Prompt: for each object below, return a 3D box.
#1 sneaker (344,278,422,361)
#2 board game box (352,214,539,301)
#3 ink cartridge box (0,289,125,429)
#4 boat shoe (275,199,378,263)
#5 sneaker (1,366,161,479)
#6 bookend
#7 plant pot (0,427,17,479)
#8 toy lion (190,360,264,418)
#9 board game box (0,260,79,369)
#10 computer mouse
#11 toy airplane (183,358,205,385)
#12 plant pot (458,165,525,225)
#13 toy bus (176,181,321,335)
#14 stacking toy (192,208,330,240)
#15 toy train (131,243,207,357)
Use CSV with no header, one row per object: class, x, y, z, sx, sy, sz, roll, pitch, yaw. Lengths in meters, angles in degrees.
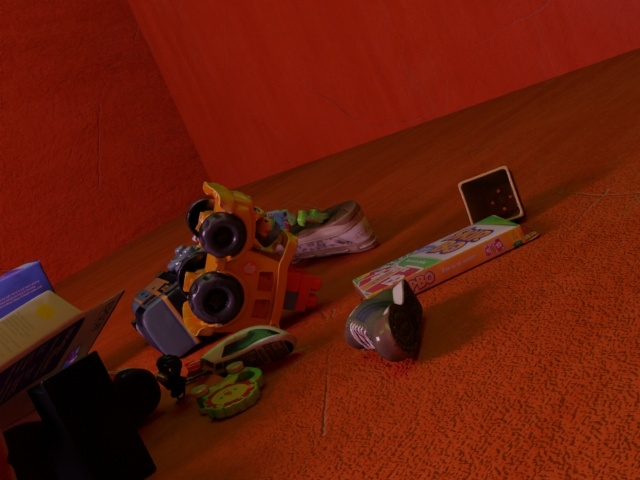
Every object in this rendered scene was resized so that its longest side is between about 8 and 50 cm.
sneaker,0.068,0.109,1.149,0.086,0.064,0.192,-29,8,17
board game box,0.177,0.026,1.391,0.259,0.039,0.124,-22,10,-4
ink cartridge box,-0.420,0.189,1.227,0.307,0.072,0.304,-39,-8,-47
boat shoe,0.000,0.000,1.835,0.104,0.089,0.285,-46,16,-25
sneaker,-0.352,0.254,1.296,0.270,0.090,0.145,-28,8,-32
bookend,-0.285,0.214,1.137,0.072,0.156,0.157,-31,11,-32
plant pot,-0.424,0.273,0.931,0.243,0.275,0.275,-16,8,-12
toy lion,-0.109,0.190,1.220,0.096,0.034,0.100,-3,22,47
board game box,-0.574,0.214,1.599,0.347,0.233,0.078,-30,12,-32
computer mouse,-0.126,0.154,1.305,0.192,0.042,0.106,-20,-32,0
toy airplane,-0.138,0.167,1.407,0.151,0.028,0.151,-24,8,4
plant pot,0.273,-0.063,1.505,0.081,0.082,0.083,-20,-7,22
toy bus,-0.100,0.034,1.473,0.211,0.220,0.149,6,12,-17
stacking toy,-0.115,-0.026,1.763,0.221,0.052,0.167,-6,4,-22
toy train,-0.239,0.104,1.695,0.190,0.142,0.334,-37,13,-14
